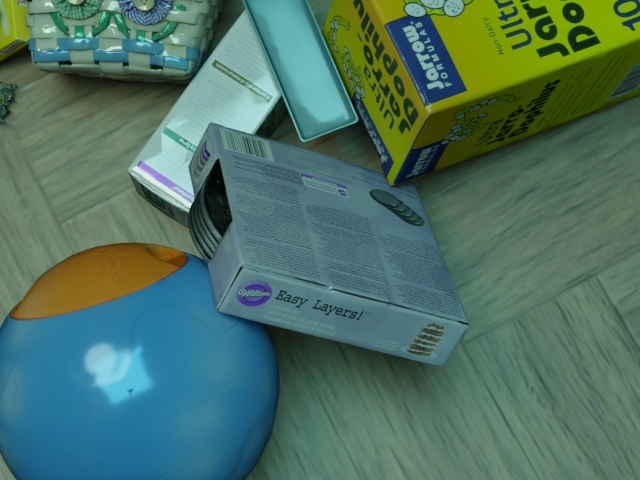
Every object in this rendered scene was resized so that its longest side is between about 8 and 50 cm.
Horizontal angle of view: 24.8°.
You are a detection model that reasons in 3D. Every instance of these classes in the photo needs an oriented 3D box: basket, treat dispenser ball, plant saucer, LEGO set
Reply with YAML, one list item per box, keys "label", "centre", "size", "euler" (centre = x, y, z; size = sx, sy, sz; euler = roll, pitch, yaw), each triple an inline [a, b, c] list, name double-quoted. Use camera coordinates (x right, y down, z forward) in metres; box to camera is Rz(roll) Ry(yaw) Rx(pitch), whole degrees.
- label: "basket"
  centre: [-0.206, -0.321, 1.598]
  size: [0.254, 0.201, 0.289]
  euler: [3, 89, 2]
- label: "treat dispenser ball"
  centre: [-0.185, 0.146, 1.443]
  size: [0.288, 0.288, 0.288]
  euler: [0, 76, 1]
- label: "plant saucer"
  centre: [-0.025, -0.200, 1.570]
  size: [0.067, 0.018, 0.192]
  euler: [-21, 79, -6]
- label: "LEGO set"
  centre: [-0.377, -0.152, 1.660]
  size: [0.083, 0.023, 0.054]
  euler: [-16, 74, 10]

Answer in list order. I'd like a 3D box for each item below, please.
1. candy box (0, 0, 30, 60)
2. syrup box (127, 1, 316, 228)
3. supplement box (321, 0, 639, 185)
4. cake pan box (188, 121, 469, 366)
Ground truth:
- label: "candy box"
  centre: [-0.376, -0.304, 1.660]
  size: [0.105, 0.027, 0.206]
  euler: [-20, 72, 39]
- label: "syrup box"
  centre: [-0.107, -0.133, 1.611]
  size: [0.096, 0.093, 0.237]
  euler: [34, 79, 7]
- label: "supplement box"
  centre: [0.208, -0.230, 1.546]
  size: [0.356, 0.195, 0.194]
  euler: [-21, 74, -15]
- label: "cake pan box"
  centre: [0.000, 0.000, 1.472]
  size: [0.266, 0.070, 0.246]
  euler: [15, 31, -25]
